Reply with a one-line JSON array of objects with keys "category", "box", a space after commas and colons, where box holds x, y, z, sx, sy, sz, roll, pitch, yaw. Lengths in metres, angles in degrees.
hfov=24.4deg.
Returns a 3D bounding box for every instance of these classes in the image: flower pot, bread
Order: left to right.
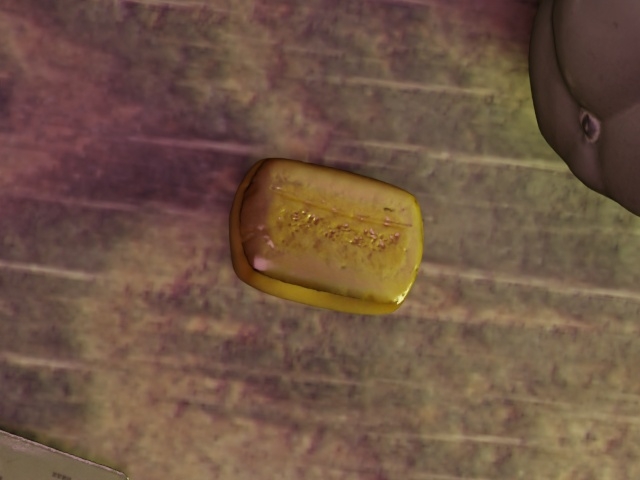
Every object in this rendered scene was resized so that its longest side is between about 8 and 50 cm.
[{"category": "bread", "box": [0.000, 0.000, 0.843, 0.115, 0.056, 0.082, 10, 75, -20]}, {"category": "flower pot", "box": [0.232, -0.116, 0.774, 0.246, 0.246, 0.195, 9, 119, -8]}]

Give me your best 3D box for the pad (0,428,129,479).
[{"category": "pad", "box": [-0.258, 0.162, 0.835, 0.265, 0.009, 0.159, 21, 96, -12]}]
